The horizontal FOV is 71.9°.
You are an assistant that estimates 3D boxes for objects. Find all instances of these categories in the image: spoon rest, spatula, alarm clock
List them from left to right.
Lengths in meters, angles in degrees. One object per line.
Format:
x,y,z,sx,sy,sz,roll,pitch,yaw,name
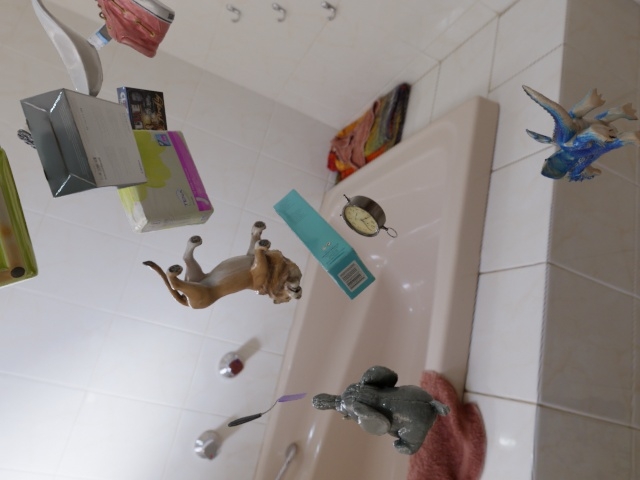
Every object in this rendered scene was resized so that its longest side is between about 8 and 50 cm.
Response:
-0.507,-0.413,0.880,0.137,0.084,0.276,-9,97,57,spoon rest
-0.189,0.586,1.529,0.030,0.296,0.084,64,-177,8,spatula
0.147,-0.064,1.308,0.064,0.192,0.129,-48,-17,-27,alarm clock

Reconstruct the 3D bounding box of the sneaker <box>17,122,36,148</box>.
-0.757,-0.279,1.337,0.100,0.271,0.108,6,65,28,sneaker

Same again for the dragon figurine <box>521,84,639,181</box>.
0.366,-0.145,0.656,0.144,0.289,0.085,-36,60,56,dragon figurine

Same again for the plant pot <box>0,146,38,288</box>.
-0.533,-0.030,0.599,0.207,0.227,0.228,25,123,40,plant pot

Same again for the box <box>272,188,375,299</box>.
0.000,0.000,0.837,0.060,0.100,0.244,-40,41,-2,box

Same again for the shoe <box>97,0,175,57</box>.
-0.312,-0.351,0.654,0.081,0.178,0.063,-55,12,20,shoe

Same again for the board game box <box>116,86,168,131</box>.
-0.581,-0.374,1.468,0.165,0.042,0.243,-27,-65,-63,board game box

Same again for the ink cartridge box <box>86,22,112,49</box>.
-0.484,-0.447,0.972,0.083,0.028,0.048,-6,51,38,ink cartridge box

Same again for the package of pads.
-0.464,-0.174,1.259,0.101,0.229,0.297,-34,77,41,package of pads

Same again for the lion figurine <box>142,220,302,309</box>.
-0.231,0.095,1.129,0.142,0.392,0.240,-118,26,-43,lion figurine

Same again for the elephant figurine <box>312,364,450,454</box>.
0.125,0.373,0.999,0.169,0.239,0.186,-113,48,-79,elephant figurine

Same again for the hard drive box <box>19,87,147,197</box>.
-0.458,-0.189,0.890,0.232,0.089,0.181,-79,-25,-81,hard drive box
